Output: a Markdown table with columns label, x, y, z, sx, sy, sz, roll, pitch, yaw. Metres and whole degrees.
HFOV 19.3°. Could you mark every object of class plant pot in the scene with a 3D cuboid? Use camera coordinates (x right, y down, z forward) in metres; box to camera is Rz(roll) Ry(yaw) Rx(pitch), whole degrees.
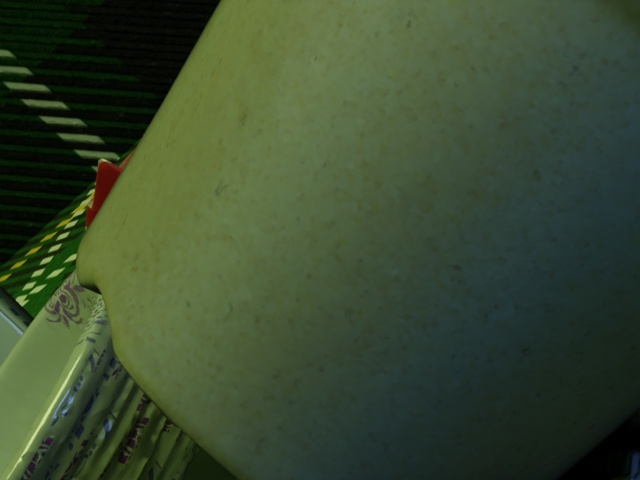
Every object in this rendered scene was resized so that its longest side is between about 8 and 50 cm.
| label | x | y | z | sx | sy | sz | roll | pitch | yaw |
| --- | --- | --- | --- | --- | --- | --- | --- | --- | --- |
| plant pot | 0.071 | -0.041 | 0.791 | 0.305 | 0.334 | 0.334 | -51 | 10 | 14 |

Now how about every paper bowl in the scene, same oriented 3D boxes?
| label | x | y | z | sx | sy | sz | roll | pitch | yaw |
| --- | --- | --- | --- | --- | --- | --- | --- | --- | --- |
| paper bowl | -0.144 | 0.154 | 1.162 | 0.284 | 0.148 | 0.284 | -50 | 14 | 18 |

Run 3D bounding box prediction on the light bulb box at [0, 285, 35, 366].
| label | x | y | z | sx | sy | sz | roll | pitch | yaw |
| --- | --- | --- | --- | --- | --- | --- | --- | --- | --- |
| light bulb box | -0.370 | 0.182 | 1.534 | 0.358 | 0.225 | 0.361 | -47 | -1 | -6 |

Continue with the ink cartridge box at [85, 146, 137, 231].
| label | x | y | z | sx | sy | sz | roll | pitch | yaw |
| --- | --- | --- | --- | --- | --- | --- | --- | --- | --- |
| ink cartridge box | -0.089 | 0.025 | 1.282 | 0.078 | 0.134 | 0.231 | -53 | -13 | -37 |
